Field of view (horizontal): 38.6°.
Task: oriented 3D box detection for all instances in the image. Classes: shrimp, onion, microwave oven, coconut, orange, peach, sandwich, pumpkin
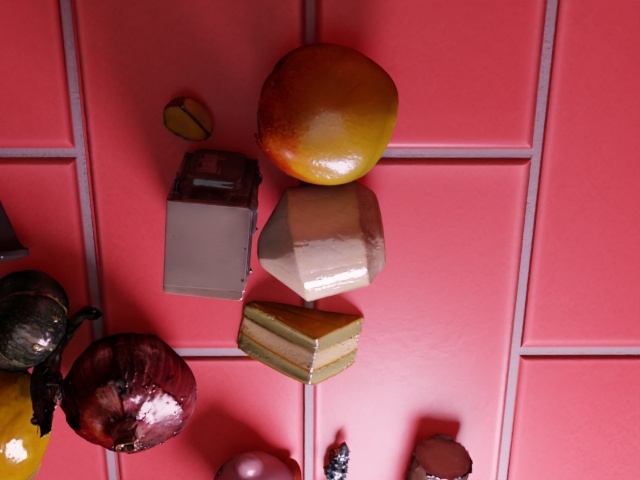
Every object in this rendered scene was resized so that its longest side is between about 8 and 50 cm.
[{"bbox_3d":[-0.451,0.212,1.607,0.051,0.262,0.198,31,112,-26],"label":"shrimp"},{"bbox_3d":[-0.349,0.291,1.666,0.252,0.219,0.252,-2,124,-3],"label":"onion"},{"bbox_3d":[-0.174,-0.037,1.516,0.145,0.240,0.194,8,113,-4],"label":"microwave oven"},{"bbox_3d":[0.000,0.000,1.562,0.222,0.202,0.202,-9,113,0],"label":"coconut"},{"bbox_3d":[-0.631,0.337,1.673,0.279,0.235,0.279,2,125,3],"label":"orange"},{"bbox_3d":[0.007,-0.201,1.462,0.231,0.231,0.231,0,113,-1],"label":"peach"},{"bbox_3d":[-0.039,0.177,1.736,0.187,0.144,0.117,24,116,28],"label":"sandwich"},{"bbox_3d":[-0.220,-0.209,1.544,0.083,0.050,0.077,16,136,2],"label":"peach"},{"bbox_3d":[-0.529,0.140,1.614,0.190,0.190,0.146,-42,110,15],"label":"pumpkin"}]

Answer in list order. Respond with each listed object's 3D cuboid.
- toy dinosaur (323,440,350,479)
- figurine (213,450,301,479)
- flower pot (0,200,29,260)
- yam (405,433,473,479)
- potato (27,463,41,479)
[{"bbox_3d":[0.032,0.468,1.840,0.049,0.055,0.154,11,110,-10],"label":"toy dinosaur"},{"bbox_3d":[-0.135,0.497,1.786,0.173,0.173,0.173,0,113,-1],"label":"figurine"},{"bbox_3d":[-0.632,-0.036,1.529,0.269,0.269,0.166,-4,91,0],"label":"flower pot"},{"bbox_3d":[0.215,0.536,1.835,0.131,0.131,0.280,10,114,-6],"label":"yam"},{"bbox_3d":[-0.628,0.450,1.808,0.138,0.070,0.092,-1,119,-1],"label":"potato"}]
